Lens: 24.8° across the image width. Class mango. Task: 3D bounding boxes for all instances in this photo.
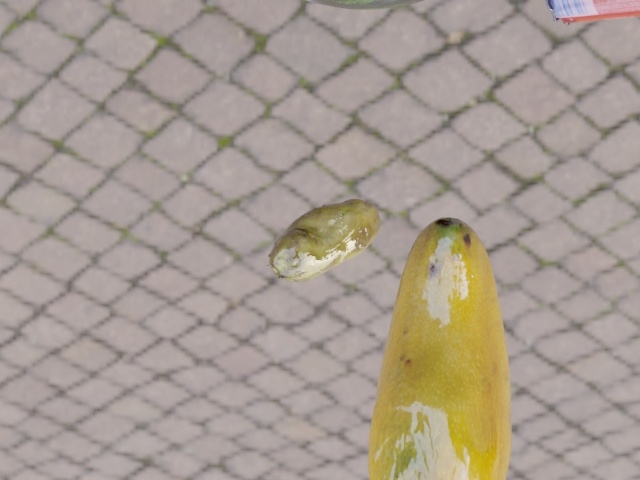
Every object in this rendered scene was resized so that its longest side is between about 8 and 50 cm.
[{"bbox_3d":[0.064,0.085,0.777,0.075,0.190,0.098,0,169,6],"label":"mango"}]

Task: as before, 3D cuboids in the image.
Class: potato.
[{"bbox_3d":[0.000,0.000,1.000,0.046,0.092,0.045,23,135,48],"label":"potato"}]

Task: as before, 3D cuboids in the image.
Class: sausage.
[{"bbox_3d":[0.218,-0.170,0.956,0.145,0.050,0.048,1,139,45],"label":"sausage"}]

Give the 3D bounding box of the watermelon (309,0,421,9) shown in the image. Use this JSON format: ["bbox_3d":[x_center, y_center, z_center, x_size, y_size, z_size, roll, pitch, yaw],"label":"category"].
[{"bbox_3d":[0.030,-0.286,0.978,0.268,0.269,0.269,1,142,1],"label":"watermelon"}]
